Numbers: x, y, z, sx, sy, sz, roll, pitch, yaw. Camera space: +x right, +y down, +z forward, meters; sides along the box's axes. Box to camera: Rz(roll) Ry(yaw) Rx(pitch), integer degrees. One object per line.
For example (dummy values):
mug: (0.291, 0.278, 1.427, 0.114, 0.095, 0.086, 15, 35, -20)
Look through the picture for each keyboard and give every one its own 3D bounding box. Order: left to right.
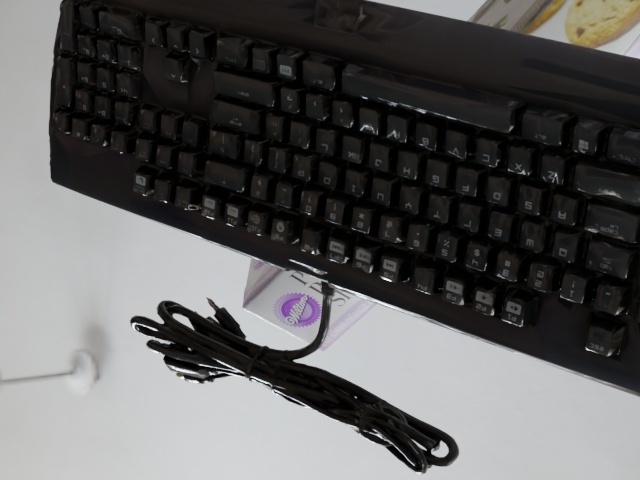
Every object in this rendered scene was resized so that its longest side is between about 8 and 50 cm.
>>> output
keyboard: (0.000, 0.000, 0.476, 0.317, 0.033, 0.201, 19, -62, 33)

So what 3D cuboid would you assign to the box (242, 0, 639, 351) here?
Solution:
box: (0.075, -0.058, 0.632, 0.324, 0.067, 0.063, -44, -155, 33)
